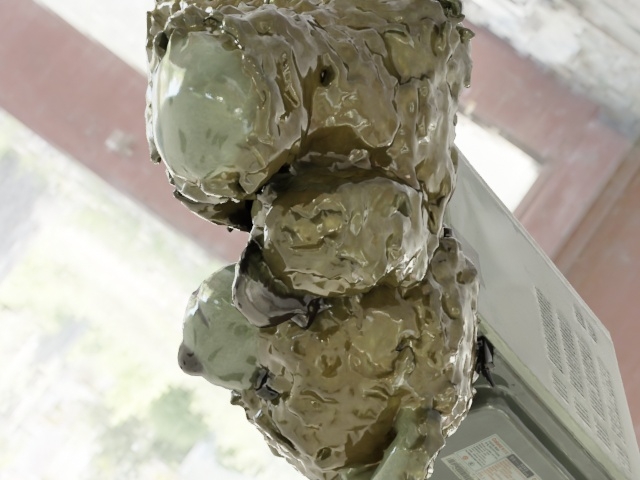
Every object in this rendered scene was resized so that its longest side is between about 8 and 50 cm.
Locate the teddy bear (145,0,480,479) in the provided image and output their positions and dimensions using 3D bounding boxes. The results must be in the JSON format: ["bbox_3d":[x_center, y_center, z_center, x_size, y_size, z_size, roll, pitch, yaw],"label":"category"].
[{"bbox_3d":[0.000,0.000,0.698,0.156,0.256,0.267,-5,-162,-7],"label":"teddy bear"}]

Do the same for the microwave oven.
[{"bbox_3d":[0.084,0.081,0.926,0.240,0.145,0.194,47,-151,-35],"label":"microwave oven"}]
